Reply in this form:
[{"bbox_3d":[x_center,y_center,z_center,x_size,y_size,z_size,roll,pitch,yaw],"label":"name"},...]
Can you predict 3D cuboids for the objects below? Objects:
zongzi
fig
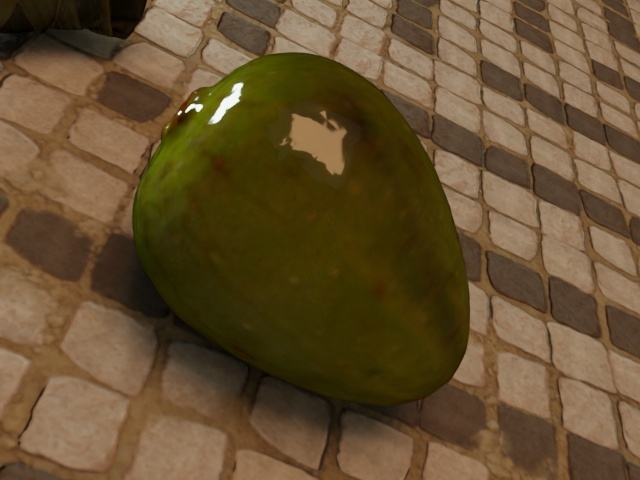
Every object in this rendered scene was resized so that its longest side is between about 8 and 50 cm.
[{"bbox_3d":[-0.371,-0.334,0.940,0.317,0.154,0.289,-20,54,-40],"label":"zongzi"},{"bbox_3d":[0.000,0.000,0.753,0.326,0.258,0.258,45,37,-6],"label":"fig"}]
